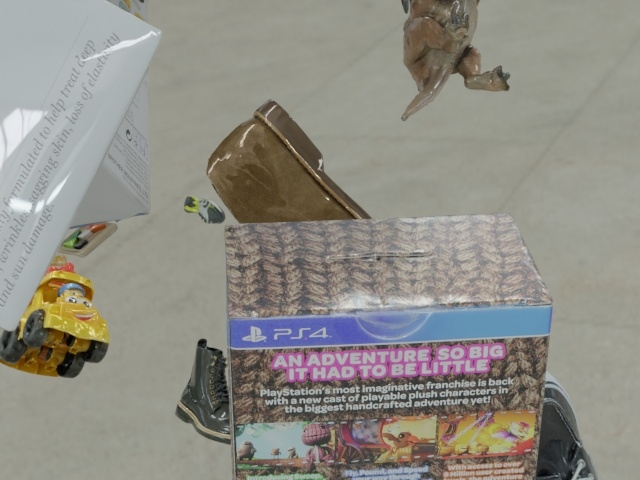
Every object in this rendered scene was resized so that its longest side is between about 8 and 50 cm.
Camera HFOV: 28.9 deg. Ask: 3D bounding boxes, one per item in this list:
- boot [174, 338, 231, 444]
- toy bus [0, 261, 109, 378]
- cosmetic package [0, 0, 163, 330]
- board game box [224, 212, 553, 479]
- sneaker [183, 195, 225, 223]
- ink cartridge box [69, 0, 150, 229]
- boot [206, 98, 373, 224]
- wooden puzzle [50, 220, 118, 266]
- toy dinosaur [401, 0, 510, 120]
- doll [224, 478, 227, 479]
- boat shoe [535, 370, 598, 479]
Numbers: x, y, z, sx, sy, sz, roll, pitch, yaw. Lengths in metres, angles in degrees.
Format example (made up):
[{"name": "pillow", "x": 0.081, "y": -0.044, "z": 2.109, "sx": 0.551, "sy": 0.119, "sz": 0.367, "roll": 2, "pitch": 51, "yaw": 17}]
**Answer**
[{"name": "boot", "x": -0.167, "y": 0.252, "z": 2.060, "sx": 0.077, "sy": 0.137, "sz": 0.198, "roll": 10, "pitch": 6, "yaw": -45}, {"name": "toy bus", "x": -0.475, "y": 0.127, "z": 2.260, "sx": 0.220, "sy": 0.149, "sz": 0.211, "roll": -29, "pitch": 48, "yaw": 46}, {"name": "cosmetic package", "x": -0.256, "y": -0.062, "z": 0.893, "sx": 0.217, "sy": 0.156, "sz": 0.385, "roll": -65, "pitch": 17, "yaw": -8}, {"name": "board game box", "x": 0.044, "y": 0.141, "z": 0.984, "sx": 0.232, "sy": 0.291, "sz": 0.141, "roll": -2, "pitch": 28, "yaw": -5}, {"name": "sneaker", "x": -0.152, "y": -0.044, "z": 1.703, "sx": 0.035, "sy": 0.031, "sz": 0.083, "roll": 2, "pitch": 17, "yaw": -43}, {"name": "ink cartridge box", "x": -0.314, "y": -0.244, "z": 1.475, "sx": 0.151, "sy": 0.270, "sz": 0.395, "roll": -7, "pitch": 67, "yaw": 12}, {"name": "boot", "x": 0.000, "y": 0.000, "z": 1.310, "sx": 0.115, "sy": 0.305, "sz": 0.112, "roll": -39, "pitch": -12, "yaw": -10}, {"name": "wooden puzzle", "x": -0.311, "y": -0.004, "z": 1.640, "sx": 0.078, "sy": 0.014, "sz": 0.116, "roll": 4, "pitch": 41, "yaw": 46}, {"name": "toy dinosaur", "x": 0.141, "y": -0.268, "z": 1.486, "sx": 0.127, "sy": 0.296, "sz": 0.200, "roll": 20, "pitch": -8, "yaw": -35}, {"name": "doll", "x": -0.074, "y": 0.431, "z": 1.922, "sx": 0.189, "sy": 0.129, "sz": 0.046, "roll": 25, "pitch": 64, "yaw": -1}, {"name": "boat shoe", "x": 0.280, "y": 0.282, "z": 1.467, "sx": 0.108, "sy": 0.301, "sz": 0.102, "roll": -26, "pitch": 35, "yaw": -17}]
